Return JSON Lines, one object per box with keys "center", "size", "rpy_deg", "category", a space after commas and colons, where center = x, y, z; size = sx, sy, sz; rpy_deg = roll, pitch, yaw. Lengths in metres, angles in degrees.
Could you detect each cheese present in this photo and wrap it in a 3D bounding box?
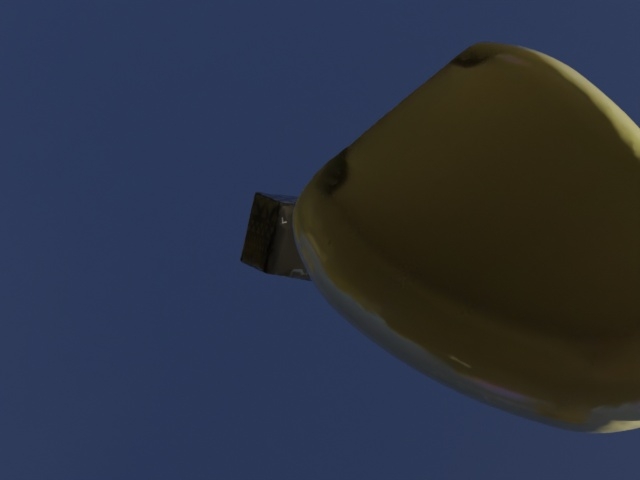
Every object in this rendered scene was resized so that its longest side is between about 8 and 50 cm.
{"center": [0.107, 0.032, 0.530], "size": [0.127, 0.054, 0.251], "rpy_deg": [-41, -123, -14], "category": "cheese"}

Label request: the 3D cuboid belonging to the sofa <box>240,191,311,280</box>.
{"center": [0.000, 0.000, 1.208], "size": [0.039, 0.118, 0.060], "rpy_deg": [22, -77, 53], "category": "sofa"}
